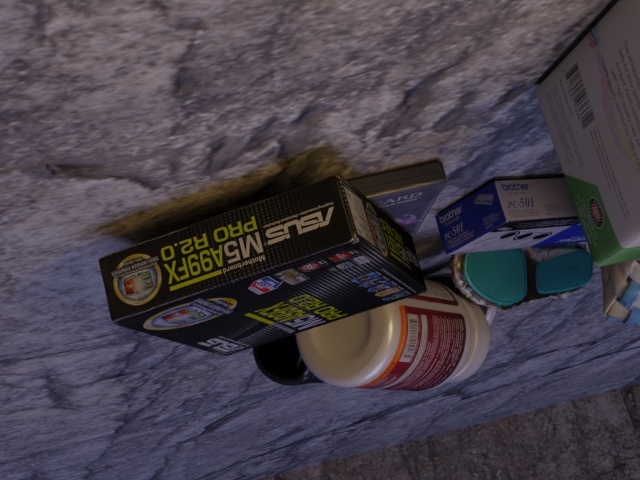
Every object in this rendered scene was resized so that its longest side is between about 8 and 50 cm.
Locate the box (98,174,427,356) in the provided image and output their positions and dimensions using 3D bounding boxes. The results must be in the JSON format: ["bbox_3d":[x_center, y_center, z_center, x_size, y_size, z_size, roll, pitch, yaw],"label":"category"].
[{"bbox_3d":[-0.039,0.031,1.224,0.216,0.060,0.270,-19,164,12],"label":"box"}]

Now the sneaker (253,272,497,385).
[{"bbox_3d":[0.054,0.109,1.604,0.295,0.104,0.147,-18,171,26],"label":"sneaker"}]

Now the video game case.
[{"bbox_3d":[0.000,0.000,1.315,0.196,0.026,0.274,-13,164,-10],"label":"video game case"}]

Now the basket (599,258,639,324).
[{"bbox_3d":[0.413,-0.012,1.269,0.289,0.201,0.255,10,146,0],"label":"basket"}]

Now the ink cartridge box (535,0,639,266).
[{"bbox_3d":[0.252,-0.090,0.986,0.093,0.154,0.212,-11,164,-17],"label":"ink cartridge box"}]

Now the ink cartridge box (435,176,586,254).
[{"bbox_3d":[0.227,-0.028,1.400,0.207,0.046,0.097,-5,163,-36],"label":"ink cartridge box"}]

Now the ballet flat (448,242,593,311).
[{"bbox_3d":[0.209,0.033,1.550,0.241,0.091,0.077,5,180,-44],"label":"ballet flat"}]

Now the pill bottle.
[{"bbox_3d":[0.082,0.096,1.447,0.121,0.121,0.221,-24,160,30],"label":"pill bottle"}]
